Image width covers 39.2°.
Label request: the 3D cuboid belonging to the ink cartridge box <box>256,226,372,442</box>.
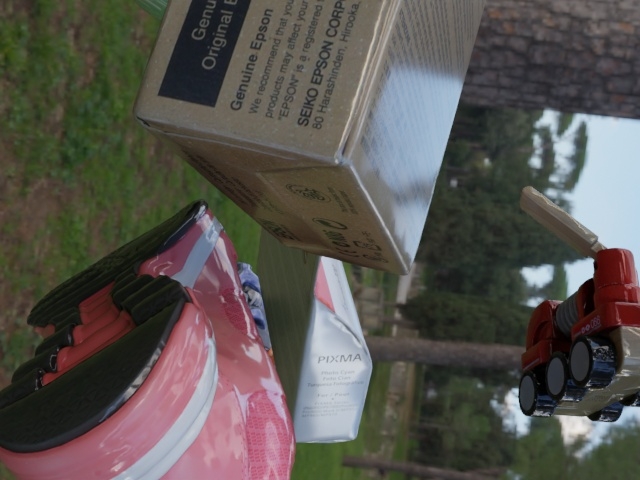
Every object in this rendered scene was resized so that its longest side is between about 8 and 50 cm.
[{"bbox_3d":[0.000,0.000,1.050,0.308,0.091,0.385,-104,-161,-46],"label":"ink cartridge box"}]

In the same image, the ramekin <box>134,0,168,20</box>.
[{"bbox_3d":[-0.175,-0.422,1.051,0.148,0.303,0.303,14,82,-55],"label":"ramekin"}]

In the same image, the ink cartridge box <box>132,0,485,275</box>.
[{"bbox_3d":[0.018,-0.100,0.431,0.234,0.088,0.193,48,56,-73],"label":"ink cartridge box"}]

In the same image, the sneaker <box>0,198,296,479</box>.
[{"bbox_3d":[-0.077,0.077,0.468,0.136,0.116,0.314,58,3,-16],"label":"sneaker"}]

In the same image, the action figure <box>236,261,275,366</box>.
[{"bbox_3d":[-0.143,0.226,1.537,0.330,0.179,0.341,47,26,-29],"label":"action figure"}]

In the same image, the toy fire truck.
[{"bbox_3d":[0.304,0.075,1.075,0.217,0.159,0.246,116,-22,-64],"label":"toy fire truck"}]
